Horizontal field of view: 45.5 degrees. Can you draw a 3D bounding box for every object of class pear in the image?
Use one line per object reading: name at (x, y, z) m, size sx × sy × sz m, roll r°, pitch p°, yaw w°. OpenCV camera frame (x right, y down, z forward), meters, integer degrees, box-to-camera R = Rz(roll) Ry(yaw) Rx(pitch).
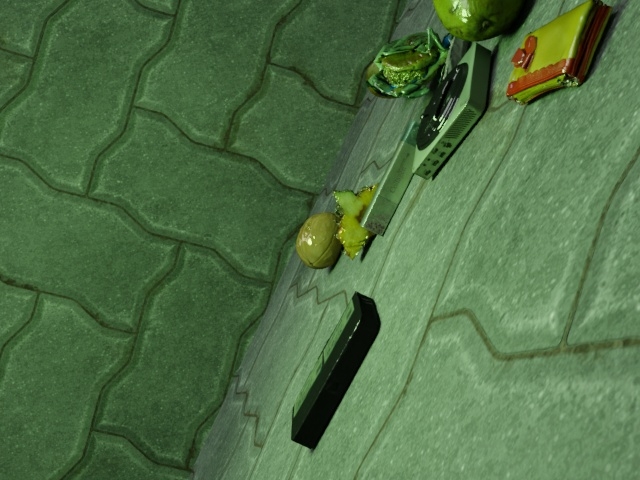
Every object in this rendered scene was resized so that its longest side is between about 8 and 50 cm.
pear at (0.369, -0.570, 1.776) m, size 0.269 × 0.212 × 0.212 m, roll -86°, pitch 22°, yaw -47°

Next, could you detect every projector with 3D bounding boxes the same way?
projector at (0.306, -0.312, 1.826) m, size 0.257 × 0.079 × 0.259 m, roll -55°, pitch 14°, yaw 45°

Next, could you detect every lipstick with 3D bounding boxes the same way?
lipstick at (0.206, -0.168, 2.077) m, size 0.317 × 0.066 × 0.068 m, roll -64°, pitch 8°, yaw 6°

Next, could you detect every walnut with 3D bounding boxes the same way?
walnut at (0.000, 0.000, 2.573) m, size 0.197 × 0.165 × 0.165 m, roll -60°, pitch 5°, yaw -29°

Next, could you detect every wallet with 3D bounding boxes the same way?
wallet at (0.397, -0.318, 1.314) m, size 0.241 × 0.067 × 0.141 m, roll 179°, pitch 114°, yaw -81°

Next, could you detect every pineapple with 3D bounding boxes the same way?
pineapple at (0.099, -0.084, 2.203) m, size 0.140 × 0.164 × 0.249 m, roll -66°, pitch -1°, yaw -81°

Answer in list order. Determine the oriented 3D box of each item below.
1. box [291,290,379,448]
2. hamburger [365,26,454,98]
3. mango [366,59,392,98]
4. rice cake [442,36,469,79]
box at (0.031, 0.302, 1.806) m, size 0.350 × 0.058 × 0.211 m, roll -63°, pitch 6°, yaw 13°
hamburger at (0.264, -0.556, 2.302) m, size 0.260 × 0.150 × 0.276 m, roll 13°, pitch 55°, yaw 40°
mango at (0.280, -0.573, 2.569) m, size 0.329 × 0.176 × 0.176 m, roll 8°, pitch 96°, yaw 61°
rice cake at (0.371, -0.499, 2.081) m, size 0.049 × 0.055 × 0.270 m, roll 108°, pitch 179°, yaw -48°
